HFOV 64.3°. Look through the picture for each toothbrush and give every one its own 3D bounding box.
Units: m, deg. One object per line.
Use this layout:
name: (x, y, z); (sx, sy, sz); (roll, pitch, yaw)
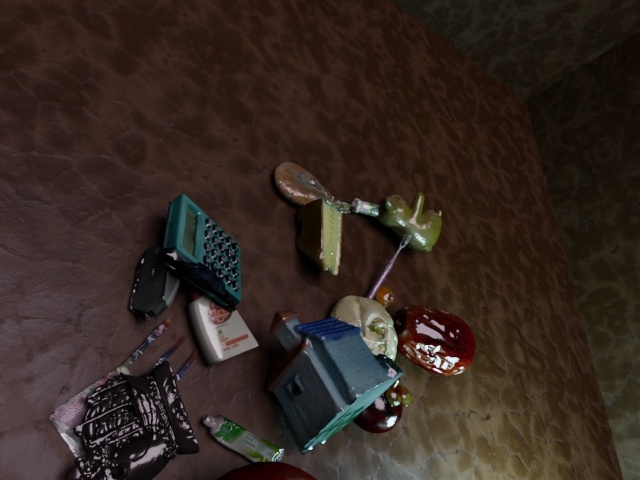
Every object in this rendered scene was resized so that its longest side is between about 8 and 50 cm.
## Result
toothbrush: (0.234, 0.109, 1.802); (0.024, 0.029, 0.354); (39, 64, -5)

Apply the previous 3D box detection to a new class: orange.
orange: (0.225, 0.199, 1.795); (0.086, 0.062, 0.086); (22, 53, -31)

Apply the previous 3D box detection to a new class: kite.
kite: (-0.426, 0.341, 1.173); (0.204, 0.022, 0.360); (47, 47, -15)

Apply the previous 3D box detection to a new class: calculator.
calculator: (-0.294, 0.031, 1.323); (0.274, 0.058, 0.248); (47, 21, -38)

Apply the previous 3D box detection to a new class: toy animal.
toy animal: (0.302, -0.105, 1.937); (0.363, 0.181, 0.180); (37, 51, -22)

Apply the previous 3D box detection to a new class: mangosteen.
mangosteen: (0.174, 0.474, 1.513); (0.199, 0.199, 0.200); (20, 57, -33)

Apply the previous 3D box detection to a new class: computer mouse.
computer mouse: (-0.395, 0.101, 1.262); (0.071, 0.126, 0.231); (40, 39, -48)

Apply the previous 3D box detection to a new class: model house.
model house: (-0.014, 0.339, 1.380); (0.251, 0.295, 0.329); (-12, 56, -51)

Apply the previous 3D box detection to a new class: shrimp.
shrimp: (-0.024, -0.173, 1.760); (0.317, 0.077, 0.168); (22, 53, -28)

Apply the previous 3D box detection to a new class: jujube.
jujube: (0.394, 0.342, 1.781); (0.317, 0.223, 0.223); (24, 54, -21)

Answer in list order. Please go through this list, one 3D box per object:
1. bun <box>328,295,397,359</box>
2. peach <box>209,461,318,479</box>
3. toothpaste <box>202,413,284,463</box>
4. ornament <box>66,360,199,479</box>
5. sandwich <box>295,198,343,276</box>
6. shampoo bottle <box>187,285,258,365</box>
bun: (0.151, 0.298, 1.610); (0.259, 0.160, 0.259); (22, 55, -35)
peach: (-0.152, 0.639, 1.045); (0.310, 0.335, 0.406); (38, 47, 15)
toothpaste: (-0.194, 0.506, 1.279); (0.248, 0.046, 0.078); (40, 52, -22)
ornament: (-0.414, 0.409, 1.089); (0.260, 0.106, 0.251); (-15, 76, -33)
sandwich: (0.000, 0.000, 1.653); (0.122, 0.128, 0.236); (20, 64, -37)
shampoo bottle: (-0.282, 0.177, 1.348); (0.153, 0.071, 0.284); (-17, 82, -47)
